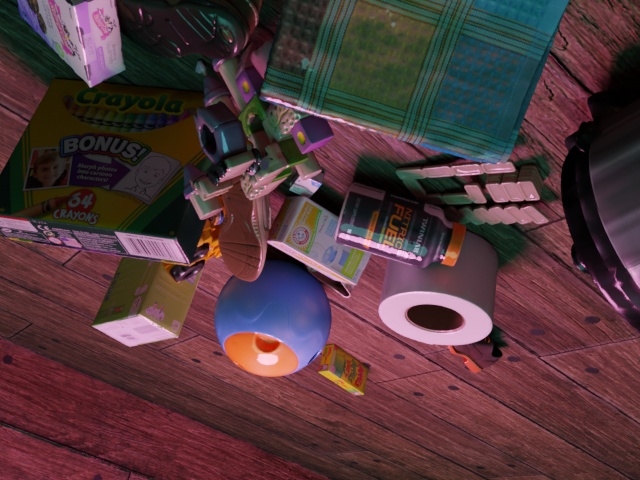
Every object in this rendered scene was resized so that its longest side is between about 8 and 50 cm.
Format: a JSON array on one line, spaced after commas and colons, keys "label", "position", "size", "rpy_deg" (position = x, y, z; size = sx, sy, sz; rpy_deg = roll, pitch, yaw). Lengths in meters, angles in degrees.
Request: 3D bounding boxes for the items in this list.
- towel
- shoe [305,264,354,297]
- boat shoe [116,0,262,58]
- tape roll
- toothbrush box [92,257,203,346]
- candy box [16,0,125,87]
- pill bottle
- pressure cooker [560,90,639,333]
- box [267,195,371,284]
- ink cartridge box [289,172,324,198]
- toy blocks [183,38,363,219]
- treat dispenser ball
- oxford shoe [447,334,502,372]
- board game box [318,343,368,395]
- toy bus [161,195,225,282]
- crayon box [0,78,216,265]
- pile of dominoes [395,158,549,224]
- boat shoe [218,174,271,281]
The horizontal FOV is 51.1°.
[{"label": "towel", "position": [0.129, -0.263, 0.883], "size": [0.370, 0.040, 0.271], "rpy_deg": [12, 111, -14]}, {"label": "shoe", "position": [0.016, 0.064, 1.617], "size": [0.077, 0.058, 0.219], "rpy_deg": [-13, 139, 37]}, {"label": "boat shoe", "position": [-0.203, -0.349, 0.994], "size": [0.324, 0.120, 0.122], "rpy_deg": [20, 159, 35]}, {"label": "tape roll", "position": [0.261, 0.102, 1.472], "size": [0.246, 0.169, 0.246], "rpy_deg": [10, 149, 6]}, {"label": "toothbrush box", "position": [-0.403, 0.098, 1.626], "size": [0.206, 0.283, 0.122], "rpy_deg": [-16, 138, 39]}, {"label": "candy box", "position": [-0.388, -0.359, 1.014], "size": [0.196, 0.070, 0.165], "rpy_deg": [44, 152, 16]}, {"label": "pill bottle", "position": [0.161, -0.024, 1.337], "size": [0.246, 0.130, 0.130], "rpy_deg": [16, 149, 4]}, {"label": "pressure cooker", "position": [0.542, -0.057, 0.921], "size": [0.375, 0.370, 0.420], "rpy_deg": [31, 141, -19]}, {"label": "box", "position": [0.000, 0.000, 1.444], "size": [0.203, 0.114, 0.103], "rpy_deg": [31, 170, -23]}, {"label": "ink cartridge box", "position": [-0.032, -0.116, 1.380], "size": [0.048, 0.028, 0.083], "rpy_deg": [24, 148, -14]}, {"label": "toy blocks", "position": [-0.117, -0.219, 1.052], "size": [0.260, 0.309, 0.288], "rpy_deg": [63, 149, 3]}, {"label": "treat dispenser ball", "position": [-0.117, 0.190, 1.649], "size": [0.288, 0.288, 0.288], "rpy_deg": [10, 148, 7]}, {"label": "oxford shoe", "position": [0.391, 0.253, 1.755], "size": [0.098, 0.097, 0.271], "rpy_deg": [-27, 137, 21]}, {"label": "board game box", "position": [0.075, 0.407, 2.102], "size": [0.043, 0.092, 0.181], "rpy_deg": [-17, 136, 39]}, {"label": "toy bus", "position": [-0.256, -0.029, 1.478], "size": [0.149, 0.211, 0.220], "rpy_deg": [59, 150, 11]}, {"label": "crayon box", "position": [-0.369, -0.135, 1.216], "size": [0.363, 0.313, 0.106], "rpy_deg": [8, 151, 10]}, {"label": "pile of dominoes", "position": [0.298, -0.099, 1.289], "size": [0.251, 0.040, 0.196], "rpy_deg": [0, 148, 37]}, {"label": "boat shoe", "position": [-0.146, -0.049, 1.387], "size": [0.109, 0.098, 0.302], "rpy_deg": [16, 128, 20]}]
